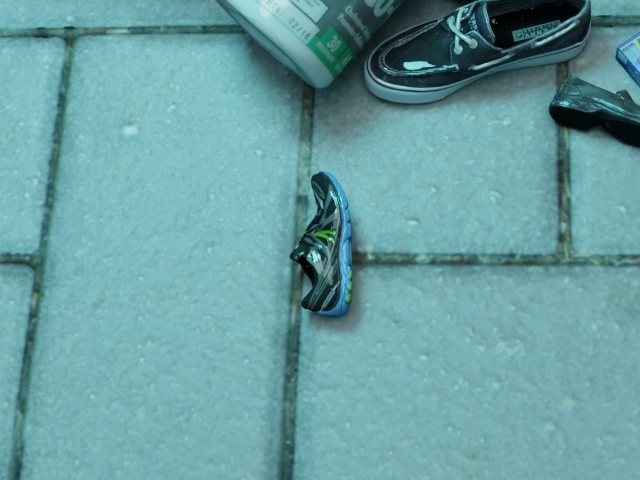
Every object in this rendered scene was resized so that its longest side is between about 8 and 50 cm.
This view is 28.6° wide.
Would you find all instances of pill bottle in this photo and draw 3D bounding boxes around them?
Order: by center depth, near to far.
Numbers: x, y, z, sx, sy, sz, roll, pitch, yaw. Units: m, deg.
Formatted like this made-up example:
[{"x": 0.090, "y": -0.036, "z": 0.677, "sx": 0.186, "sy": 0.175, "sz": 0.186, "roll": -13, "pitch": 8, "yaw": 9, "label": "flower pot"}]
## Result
[{"x": 0.045, "y": -0.388, "z": 1.589, "sx": 0.204, "sy": 0.204, "sz": 0.361, "roll": 41, "pitch": 91, "yaw": 18, "label": "pill bottle"}]

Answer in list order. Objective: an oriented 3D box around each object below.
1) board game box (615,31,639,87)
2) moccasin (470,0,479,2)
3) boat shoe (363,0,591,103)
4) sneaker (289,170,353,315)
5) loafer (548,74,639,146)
[{"x": 0.490, "y": -0.202, "z": 1.588, "sx": 0.136, "sy": 0.035, "sz": 0.201, "roll": -32, "pitch": 70, "yaw": -5, "label": "board game box"}, {"x": 0.275, "y": -0.466, "z": 1.672, "sx": 0.117, "sy": 0.138, "sz": 0.342, "roll": 26, "pitch": 93, "yaw": -11, "label": "moccasin"}, {"x": 0.200, "y": -0.259, "z": 1.607, "sx": 0.301, "sy": 0.102, "sz": 0.108, "roll": -11, "pitch": 69, "yaw": 3, "label": "boat shoe"}, {"x": 0.000, "y": 0.000, "z": 1.556, "sx": 0.078, "sy": 0.067, "sz": 0.188, "roll": -1, "pitch": 73, "yaw": 0, "label": "sneaker"}, {"x": 0.377, "y": -0.165, "z": 1.576, "sx": 0.170, "sy": 0.062, "sz": 0.061, "roll": 20, "pitch": 69, "yaw": 12, "label": "loafer"}]
